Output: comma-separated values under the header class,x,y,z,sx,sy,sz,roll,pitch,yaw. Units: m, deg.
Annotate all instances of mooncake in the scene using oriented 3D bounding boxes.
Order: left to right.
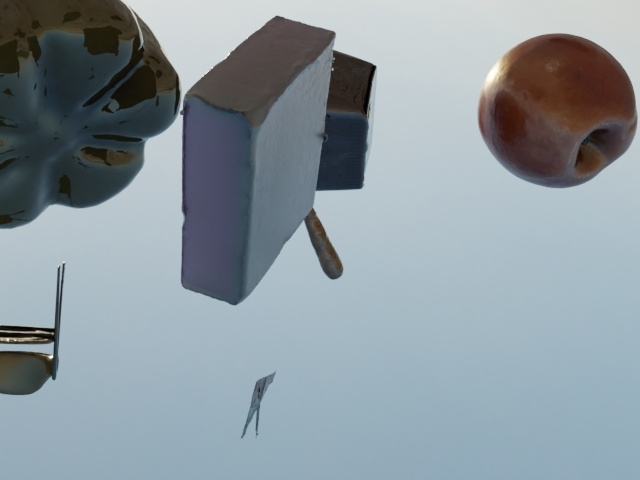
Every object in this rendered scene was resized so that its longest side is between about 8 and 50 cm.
class,x,y,z,sx,sy,sz,roll,pitch,yaw
mooncake,-0.461,-0.229,1.435,0.467,0.467,0.262,-6,-130,-47

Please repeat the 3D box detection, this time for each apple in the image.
class,x,y,z,sx,sy,sz,roll,pitch,yaw
apple,0.335,-0.184,1.327,0.218,0.218,0.201,3,-141,-39

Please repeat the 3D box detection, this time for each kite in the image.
class,x,y,z,sx,sy,sz,roll,pitch,yaw
kite,-0.099,0.266,1.503,0.005,0.152,0.137,19,-128,13

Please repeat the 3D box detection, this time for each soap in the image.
class,x,y,z,sx,sy,sz,roll,pitch,yaw
soap,-0.081,-0.108,1.235,0.107,0.296,0.285,16,-145,13

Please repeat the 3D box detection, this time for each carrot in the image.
class,x,y,z,sx,sy,sz,roll,pitch,yaw
carrot,0.000,0.001,1.493,0.036,0.165,0.035,-16,-142,12

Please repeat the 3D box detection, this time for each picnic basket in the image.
class,x,y,z,sx,sy,sz,roll,pitch,yaw
picnic basket,0.036,-0.225,1.800,0.129,0.296,0.222,8,-126,5

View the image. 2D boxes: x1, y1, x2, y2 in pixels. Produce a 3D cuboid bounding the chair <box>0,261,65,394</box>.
class,x,y,z,sx,sy,sz,roll,pitch,yaw
chair,-0.522,0.153,1.579,0.159,0.246,0.172,4,179,-10
